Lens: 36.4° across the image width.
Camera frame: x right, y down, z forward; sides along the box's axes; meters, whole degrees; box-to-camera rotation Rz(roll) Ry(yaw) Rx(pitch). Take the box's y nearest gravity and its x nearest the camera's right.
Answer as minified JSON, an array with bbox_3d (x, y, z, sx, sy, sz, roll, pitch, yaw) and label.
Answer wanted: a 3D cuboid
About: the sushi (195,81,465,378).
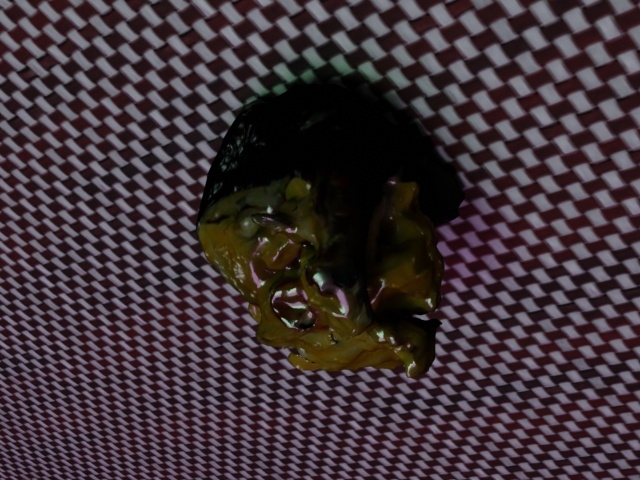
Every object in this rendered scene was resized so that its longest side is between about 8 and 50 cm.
[{"bbox_3d":[0.006,0.003,0.739,0.200,0.204,0.213,31,147,-19],"label":"sushi"}]
